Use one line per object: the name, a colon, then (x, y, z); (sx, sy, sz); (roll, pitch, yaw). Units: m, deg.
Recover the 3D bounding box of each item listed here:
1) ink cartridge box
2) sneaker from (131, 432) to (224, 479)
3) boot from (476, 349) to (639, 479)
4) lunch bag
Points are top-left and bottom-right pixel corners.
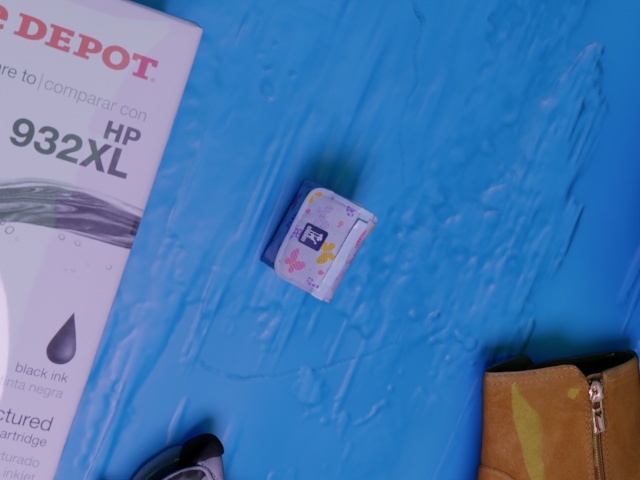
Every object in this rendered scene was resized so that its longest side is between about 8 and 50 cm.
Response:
ink cartridge box: (-0.230, -0.025, 0.790); (0.223, 0.129, 0.307); (17, 95, -22)
sneaker: (-0.051, 0.201, 0.927); (0.229, 0.086, 0.132); (-1, 99, -18)
boot: (0.134, 0.201, 0.975); (0.295, 0.104, 0.211); (-16, 100, -30)
lunch bag: (0.000, 0.000, 0.899); (0.053, 0.083, 0.071); (29, 92, -22)
